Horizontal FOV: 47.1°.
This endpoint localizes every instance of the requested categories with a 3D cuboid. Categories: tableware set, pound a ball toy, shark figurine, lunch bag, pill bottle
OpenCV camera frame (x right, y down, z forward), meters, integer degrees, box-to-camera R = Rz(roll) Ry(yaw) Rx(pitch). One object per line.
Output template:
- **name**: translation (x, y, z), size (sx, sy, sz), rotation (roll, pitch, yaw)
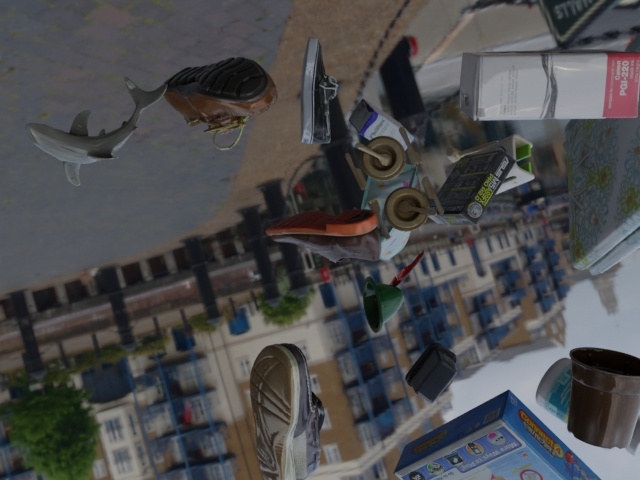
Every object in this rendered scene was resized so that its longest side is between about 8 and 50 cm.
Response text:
- **tableware set**: translation (0.140, -0.110, 1.385), size (0.128, 0.194, 0.039), rotation (-26, 173, 5)
- **pound a ball toy**: translation (0.519, -0.258, 2.369), size (0.136, 0.208, 0.319), rotation (19, 154, -34)
- **shark figurine**: translation (-0.412, -0.199, 1.438), size (0.116, 0.166, 0.278), rotation (23, -135, 39)
- **lunch bag**: translation (0.192, -0.080, 2.138), size (0.160, 0.262, 0.223), rotation (15, 172, 14)
- **pill bottle**: translation (0.671, 0.410, 1.788), size (0.146, 0.146, 0.264), rotation (-13, -146, -41)

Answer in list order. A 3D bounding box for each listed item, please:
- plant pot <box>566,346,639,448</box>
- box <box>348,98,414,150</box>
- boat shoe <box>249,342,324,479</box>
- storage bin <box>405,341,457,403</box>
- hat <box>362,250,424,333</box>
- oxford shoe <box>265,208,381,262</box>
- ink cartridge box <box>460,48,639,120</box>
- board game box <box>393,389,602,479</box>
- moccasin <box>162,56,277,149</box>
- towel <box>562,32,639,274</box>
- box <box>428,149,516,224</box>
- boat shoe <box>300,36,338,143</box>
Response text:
- **plant pot**: translation (0.579, 0.322, 1.496), size (0.167, 0.165, 0.167), rotation (6, -169, -1)
- **box**: translation (0.157, -0.292, 1.913), size (0.072, 0.137, 0.126), rotation (-54, -156, 14)
- **boat shoe**: translation (-0.042, 0.259, 1.094), size (0.092, 0.285, 0.103), rotation (-22, -143, -33)
- **storage bin**: translation (0.286, 0.340, 1.828), size (0.135, 0.098, 0.091), rotation (-54, -172, 11)
- **hat**: translation (0.241, 0.174, 2.236), size (0.184, 0.173, 0.208), rotation (-9, 141, -14)
- **oxford shoe**: translation (0.000, 0.000, 1.424), size (0.271, 0.098, 0.097), rotation (2, -153, 44)
- **ink cartridge box**: translation (0.317, -0.224, 1.045), size (0.218, 0.092, 0.158), rotation (-2, -164, 3)
- **board game box**: translation (0.361, 0.484, 1.468), size (0.308, 0.302, 0.086), rotation (-41, -173, 38)
- **moccasin**: translation (-0.197, -0.273, 1.472), size (0.139, 0.147, 0.380), rotation (-44, -151, -26)
- **towel**: translation (0.526, -0.149, 1.235), size (0.090, 0.320, 0.374), rotation (8, 154, -5)
- **box**: translation (0.426, -0.148, 2.117), size (0.216, 0.060, 0.270), rotation (-56, -168, -7)
- **boat shoe**: translation (-0.001, -0.436, 2.144), size (0.105, 0.306, 0.113), rotation (1, 180, -8)
